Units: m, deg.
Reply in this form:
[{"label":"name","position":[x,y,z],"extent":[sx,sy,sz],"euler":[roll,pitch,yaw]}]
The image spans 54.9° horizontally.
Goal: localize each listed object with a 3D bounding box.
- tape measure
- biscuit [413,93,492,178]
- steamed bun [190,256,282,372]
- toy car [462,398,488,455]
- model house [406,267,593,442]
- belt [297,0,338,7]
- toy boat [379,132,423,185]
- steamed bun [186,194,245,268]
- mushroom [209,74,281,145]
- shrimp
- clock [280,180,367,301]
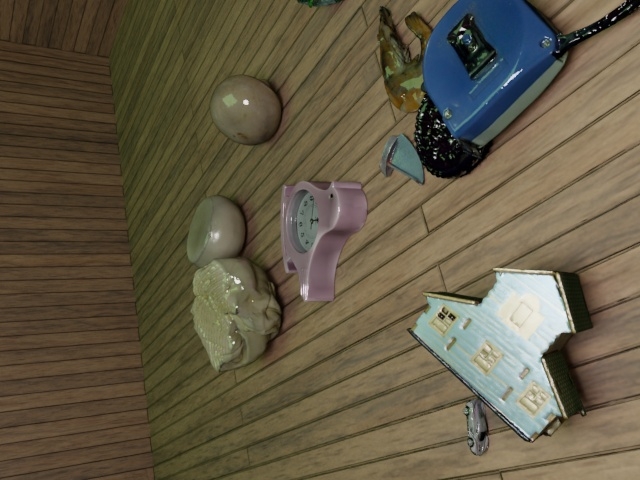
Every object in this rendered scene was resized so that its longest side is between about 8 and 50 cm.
[{"label":"tape measure","position":[0.300,-0.314,0.917],"extent":[0.351,0.097,0.215],"euler":[-44,53,32]},{"label":"biscuit","position":[0.236,-0.203,1.096],"extent":[0.194,0.053,0.195],"euler":[-4,85,58]},{"label":"steamed bun","position":[-0.218,0.185,1.683],"extent":[0.275,0.206,0.320],"euler":[44,127,31]},{"label":"toy car","position":[0.267,0.318,1.047],"extent":[0.025,0.041,0.093],"euler":[-19,73,49]},{"label":"model house","position":[0.292,0.124,0.889],"extent":[0.271,0.178,0.207],"euler":[43,110,31]},{"label":"belt","position":[0.002,-0.576,1.416],"extent":[0.151,0.121,0.079],"euler":[13,104,62]},{"label":"toy boat","position":[0.174,-0.154,1.225],"extent":[0.122,0.034,0.096],"euler":[36,120,43]},{"label":"steamed bun","position":[-0.305,-0.018,1.875],"extent":[0.232,0.145,0.232],"euler":[-38,44,49]},{"label":"mushroom","position":[-0.197,-0.373,1.700],"extent":[0.204,0.204,0.205],"euler":[-2,88,58]},{"label":"shrimp","position":[0.166,-0.376,1.207],"extent":[0.145,0.059,0.255],"euler":[-24,70,53]},{"label":"clock","position":[0.000,0.000,1.448],"extent":[0.275,0.080,0.291],"euler":[-4,86,58]}]
